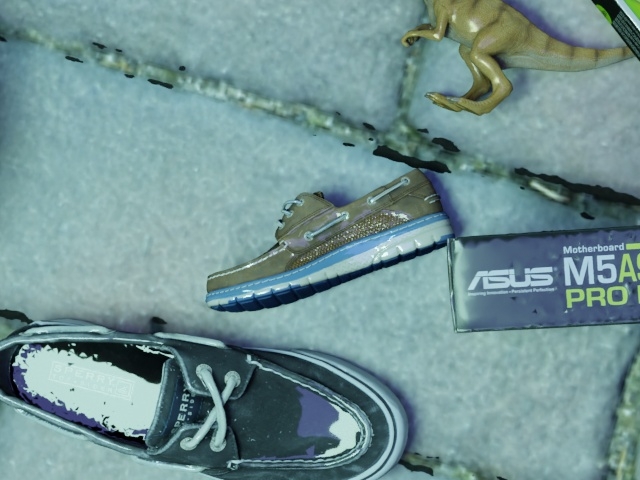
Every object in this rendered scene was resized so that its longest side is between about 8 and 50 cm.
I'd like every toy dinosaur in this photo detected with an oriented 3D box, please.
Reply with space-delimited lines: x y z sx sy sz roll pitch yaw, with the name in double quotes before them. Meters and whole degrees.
"toy dinosaur" 0.129 -0.139 1.047 0.211 0.064 0.112 25 89 8

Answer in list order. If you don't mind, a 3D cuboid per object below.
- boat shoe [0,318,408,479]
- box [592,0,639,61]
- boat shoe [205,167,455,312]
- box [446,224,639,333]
"boat shoe" -0.090 0.114 1.042 0.301 0.102 0.108 14 89 8
"box" 0.244 -0.193 1.035 0.114 0.036 0.207 -36 83 -9
"boat shoe" 0.000 0.000 1.061 0.183 0.066 0.066 -18 80 -4
"box" 0.220 0.022 0.949 0.270 0.216 0.060 -4 88 8
